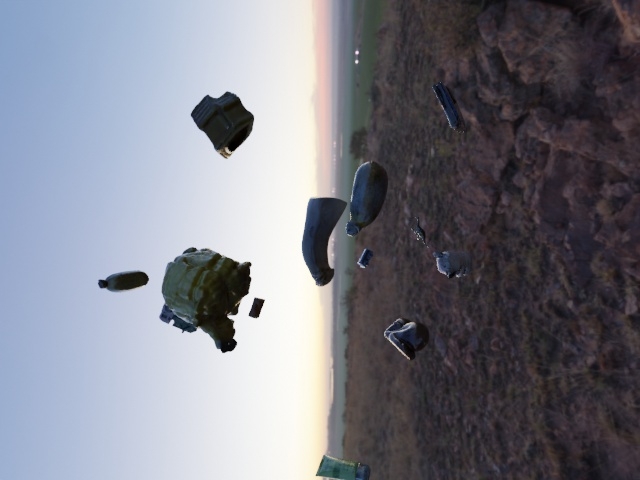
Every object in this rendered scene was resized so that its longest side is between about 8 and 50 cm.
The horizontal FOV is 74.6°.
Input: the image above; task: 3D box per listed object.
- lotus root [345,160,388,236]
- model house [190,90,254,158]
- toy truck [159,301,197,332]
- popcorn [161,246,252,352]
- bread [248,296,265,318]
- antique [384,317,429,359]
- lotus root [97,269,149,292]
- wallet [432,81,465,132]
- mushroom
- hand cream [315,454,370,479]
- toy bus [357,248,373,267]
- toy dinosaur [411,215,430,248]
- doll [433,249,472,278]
[{"bbox_3d":[0.191,-0.163,1.709,0.158,0.140,0.322,87,-164,-76],"label":"lotus root"},{"bbox_3d":[-0.416,-0.513,1.780,0.239,0.268,0.173,52,-159,3],"label":"model house"},{"bbox_3d":[-0.706,0.395,2.133,0.116,0.216,0.110,-61,13,8],"label":"toy truck"},{"bbox_3d":[-0.336,0.147,1.284,0.293,0.237,0.293,-9,-78,-50],"label":"popcorn"},{"bbox_3d":[-0.253,0.267,1.668,0.036,0.047,0.083,-169,98,-75],"label":"bread"},{"bbox_3d":[0.357,0.390,1.732,0.143,0.121,0.257,-47,1,-6],"label":"antique"},{"bbox_3d":[-0.762,0.161,1.630,0.090,0.183,0.077,2,99,50],"label":"lotus root"},{"bbox_3d":[0.476,-0.473,1.515,0.317,0.044,0.169,-24,-89,-64],"label":"wallet"},{"bbox_3d":[0.000,0.001,1.847,0.126,0.177,0.397,145,136,-83],"label":"mushroom"},{"bbox_3d":[0.078,0.771,1.414,0.095,0.175,0.046,-46,-43,-65],"label":"hand cream"},{"bbox_3d":[0.205,0.082,1.921,0.083,0.046,0.038,-62,7,-15],"label":"toy bus"},{"bbox_3d":[0.500,-0.032,2.120,0.037,0.058,0.180,0,-111,-82],"label":"toy dinosaur"},{"bbox_3d":[0.586,0.099,1.840,0.095,0.192,0.149,-57,48,45],"label":"doll"}]
